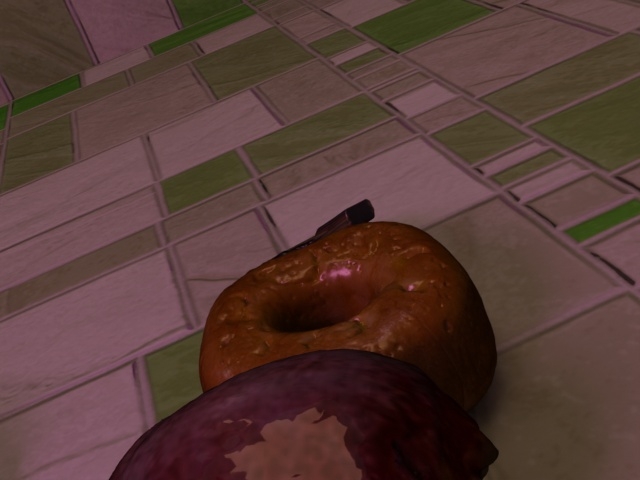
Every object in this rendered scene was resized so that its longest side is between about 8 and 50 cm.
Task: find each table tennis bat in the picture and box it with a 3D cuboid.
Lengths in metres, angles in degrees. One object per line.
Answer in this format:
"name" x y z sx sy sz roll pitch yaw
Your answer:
"table tennis bat" 0.000 0.000 0.880 0.130 0.019 0.220 -29 -2 -22

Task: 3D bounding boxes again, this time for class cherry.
"cherry" -0.022 0.158 0.523 0.249 0.175 0.192 -15 40 10

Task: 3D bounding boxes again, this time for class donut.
"donut" 0.017 0.080 0.712 0.226 0.114 0.227 -16 27 8
